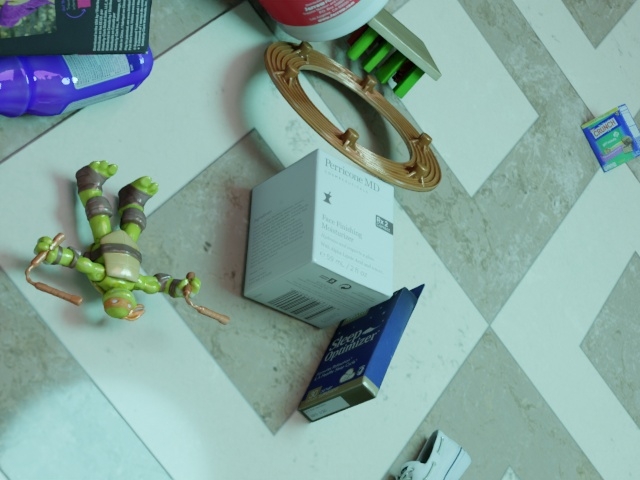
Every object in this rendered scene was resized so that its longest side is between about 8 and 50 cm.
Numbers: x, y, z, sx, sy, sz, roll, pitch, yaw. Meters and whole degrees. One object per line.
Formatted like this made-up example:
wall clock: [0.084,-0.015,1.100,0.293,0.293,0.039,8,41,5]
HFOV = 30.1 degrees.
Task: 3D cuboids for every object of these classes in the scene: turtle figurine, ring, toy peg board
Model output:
turtle figurine: [-0.243,0.018,1.491,0.270,0.087,0.217,13,53,-28]
ring: [0.058,-0.199,1.819,0.337,0.032,0.336,33,23,-16]
toy peg board: [0.106,-0.325,1.996,0.161,0.079,0.160,36,19,-25]

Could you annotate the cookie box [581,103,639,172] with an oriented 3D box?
cookie box: [0.586,-0.204,2.373,0.040,0.092,0.107,-22,84,-50]

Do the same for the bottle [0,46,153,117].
bottle: [-0.345,-0.218,1.512,0.283,0.092,0.118,-28,84,-47]

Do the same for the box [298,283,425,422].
box: [0.060,0.146,1.671,0.036,0.136,0.225,45,45,-16]

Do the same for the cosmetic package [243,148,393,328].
cosmetic package: [0.000,0.000,1.678,0.151,0.151,0.183,25,54,-34]

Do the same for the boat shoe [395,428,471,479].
boat shoe: [0.138,0.351,1.693,0.076,0.083,0.226,47,32,2]

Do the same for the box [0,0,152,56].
box: [-0.349,-0.317,1.424,0.270,0.143,0.165,-4,36,-22]

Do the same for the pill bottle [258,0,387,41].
pill bottle: [-0.063,-0.494,1.725,0.407,0.229,0.229,46,40,-48]
